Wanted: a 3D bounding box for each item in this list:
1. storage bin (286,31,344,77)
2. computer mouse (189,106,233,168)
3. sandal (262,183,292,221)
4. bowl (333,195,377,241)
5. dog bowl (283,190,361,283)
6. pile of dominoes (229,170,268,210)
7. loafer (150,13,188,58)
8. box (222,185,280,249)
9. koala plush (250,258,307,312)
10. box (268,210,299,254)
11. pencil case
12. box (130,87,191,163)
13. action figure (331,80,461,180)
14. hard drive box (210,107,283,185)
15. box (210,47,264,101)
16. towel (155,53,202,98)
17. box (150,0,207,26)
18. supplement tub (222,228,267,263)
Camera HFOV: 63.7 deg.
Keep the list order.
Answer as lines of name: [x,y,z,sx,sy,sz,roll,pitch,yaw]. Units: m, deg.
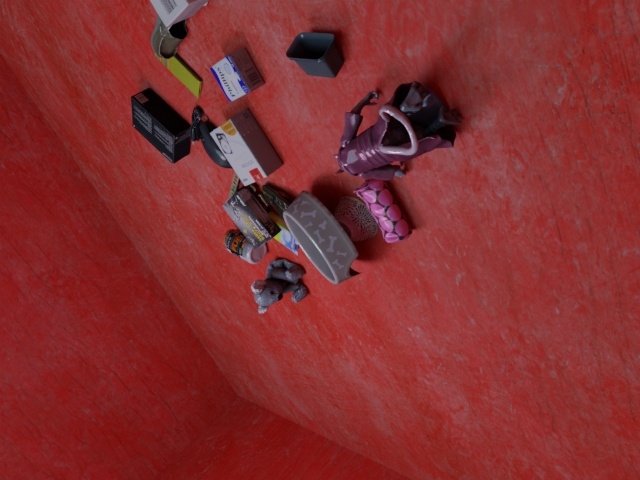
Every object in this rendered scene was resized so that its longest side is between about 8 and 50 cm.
storage bin: [-0.005,-0.486,1.355,0.135,0.098,0.091,21,167,37]
computer mouse: [-0.424,-0.370,2.007,0.272,0.072,0.188,43,148,9]
sandal: [-0.143,-0.143,1.932,0.219,0.060,0.090,44,146,36]
bowl: [0.098,-0.054,1.702,0.170,0.080,0.170,31,144,25]
dog bowl: [0.000,0.000,1.750,0.349,0.102,0.349,50,169,13]
pile of dominoes: [-0.307,-0.157,2.111,0.196,0.040,0.251,45,154,5]
loafer: [-0.502,-0.692,1.726,0.087,0.094,0.251,50,149,6]
box: [-0.281,-0.090,2.076,0.231,0.056,0.183,54,147,-5]
koala plush: [-0.202,0.203,2.222,0.203,0.221,0.196,26,143,32]
box: [-0.144,-0.030,2.064,0.178,0.042,0.109,35,146,22]
pencil case: [0.188,-0.088,1.544,0.098,0.095,0.209,-26,104,22]
box: [-0.668,-0.478,2.163,0.261,0.103,0.184,43,145,9]
action figure: [0.154,-0.225,1.285,0.370,0.276,0.248,-24,112,44]
hard drive box: [-0.265,-0.328,1.841,0.181,0.089,0.232,-12,116,56]
box: [-0.266,-0.524,1.641,0.137,0.072,0.126,-4,121,53]
towel: [-0.521,-0.633,1.892,0.237,0.021,0.102,45,154,4]
box: [-0.430,-0.768,1.529,0.181,0.119,0.182,-5,121,53]
supplement tub: [-0.340,0.021,2.294,0.190,0.117,0.117,23,141,34]
